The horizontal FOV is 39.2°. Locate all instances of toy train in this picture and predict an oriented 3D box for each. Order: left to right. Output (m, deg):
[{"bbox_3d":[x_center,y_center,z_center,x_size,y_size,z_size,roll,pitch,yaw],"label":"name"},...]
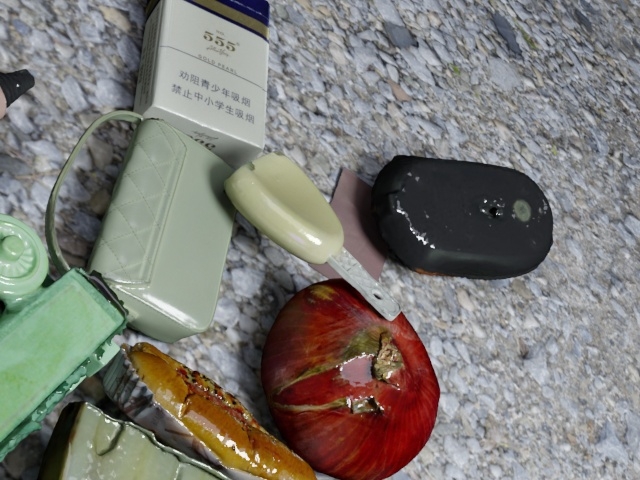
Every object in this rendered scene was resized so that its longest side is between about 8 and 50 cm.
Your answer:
[{"bbox_3d":[-0.313,0.098,0.799,0.188,0.159,0.272,49,32,-8],"label":"toy train"}]

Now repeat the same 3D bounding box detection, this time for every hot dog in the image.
[{"bbox_3d":[-0.109,0.200,0.940,0.268,0.144,0.075,42,83,-20],"label":"hot dog"}]

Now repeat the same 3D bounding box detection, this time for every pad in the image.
[{"bbox_3d":[0.051,-0.007,1.269,0.113,0.006,0.188,35,50,-20],"label":"pad"}]

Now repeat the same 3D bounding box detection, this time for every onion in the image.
[{"bbox_3d":[0.045,0.162,1.072,0.248,0.161,0.248,37,42,-43],"label":"onion"}]

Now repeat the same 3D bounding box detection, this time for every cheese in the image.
[{"bbox_3d":[0.000,0.000,1.058,0.251,0.054,0.127,44,30,6],"label":"cheese"}]

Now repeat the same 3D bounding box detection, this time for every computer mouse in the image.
[{"bbox_3d":[0.207,-0.029,1.331,0.323,0.116,0.183,5,64,-30],"label":"computer mouse"}]

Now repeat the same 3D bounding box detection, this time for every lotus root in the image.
[{"bbox_3d":[-0.163,0.257,0.851,0.235,0.138,0.119,30,57,-11],"label":"lotus root"}]

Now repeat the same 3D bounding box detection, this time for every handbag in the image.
[{"bbox_3d":[-0.201,-0.026,1.005,0.219,0.079,0.256,37,47,-33],"label":"handbag"}]

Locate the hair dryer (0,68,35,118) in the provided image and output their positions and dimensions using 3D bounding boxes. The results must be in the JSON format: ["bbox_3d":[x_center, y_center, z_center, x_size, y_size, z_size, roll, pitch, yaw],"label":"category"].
[{"bbox_3d":[-0.378,-0.070,0.764,0.344,0.106,0.189,-35,103,-38],"label":"hair dryer"}]

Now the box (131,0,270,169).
[{"bbox_3d":[-0.152,-0.238,1.188,0.168,0.071,0.259,20,55,-30],"label":"box"}]
